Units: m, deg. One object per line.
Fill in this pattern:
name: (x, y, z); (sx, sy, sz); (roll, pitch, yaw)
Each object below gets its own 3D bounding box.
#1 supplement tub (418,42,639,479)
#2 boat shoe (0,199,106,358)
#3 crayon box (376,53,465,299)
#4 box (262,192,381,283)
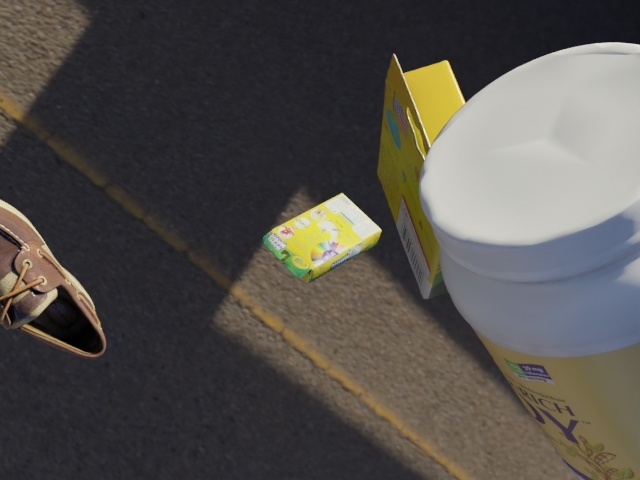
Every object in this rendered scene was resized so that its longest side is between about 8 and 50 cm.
supplement tub: (0.241, 0.036, 0.796); (0.241, 0.241, 0.331); (-47, 126, -13)
boat shoe: (-0.403, 0.060, 1.362); (0.123, 0.123, 0.342); (-41, 138, -8)
crayon box: (0.141, -0.072, 1.209); (0.081, 0.202, 0.318); (-17, 162, -5)
box: (0.000, 0.000, 1.647); (0.179, 0.105, 0.043); (-27, 149, -33)
